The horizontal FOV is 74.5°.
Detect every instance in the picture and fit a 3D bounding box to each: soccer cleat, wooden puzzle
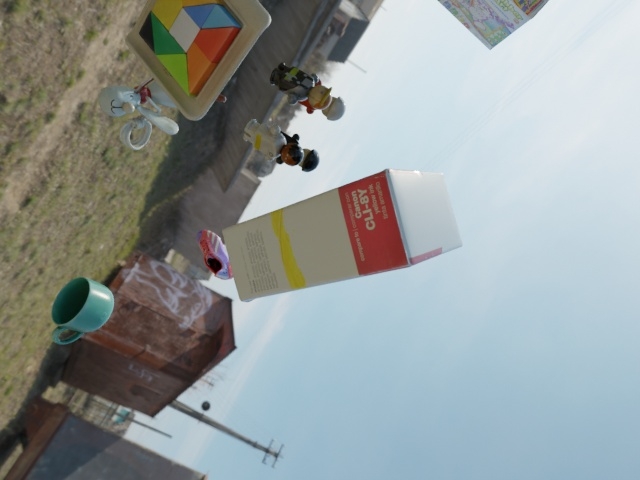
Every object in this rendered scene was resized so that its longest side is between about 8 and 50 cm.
[{"bbox_3d":[-0.383,0.043,1.480,0.083,0.248,0.095,-51,151,16],"label":"soccer cleat"},{"bbox_3d":[-0.231,-0.373,0.744,0.239,0.221,0.044,-42,175,25],"label":"wooden puzzle"}]

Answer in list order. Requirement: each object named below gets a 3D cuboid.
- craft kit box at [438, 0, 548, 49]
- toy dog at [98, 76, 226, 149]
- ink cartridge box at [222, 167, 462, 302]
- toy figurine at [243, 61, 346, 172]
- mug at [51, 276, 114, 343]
[{"bbox_3d":[0.330,-0.537,0.897,0.061,0.250,0.246,-49,-176,9],"label":"craft kit box"},{"bbox_3d":[-0.387,-0.375,1.117,0.333,0.161,0.220,-50,156,-27],"label":"toy dog"},{"bbox_3d":[0.040,-0.007,0.839,0.385,0.160,0.279,-16,178,35],"label":"ink cartridge box"},{"bbox_3d":[-0.048,-0.261,0.930,0.213,0.148,0.209,-59,176,11],"label":"toy figurine"},{"bbox_3d":[-0.612,0.179,1.084,0.158,0.097,0.129,-40,-127,3],"label":"mug"}]
